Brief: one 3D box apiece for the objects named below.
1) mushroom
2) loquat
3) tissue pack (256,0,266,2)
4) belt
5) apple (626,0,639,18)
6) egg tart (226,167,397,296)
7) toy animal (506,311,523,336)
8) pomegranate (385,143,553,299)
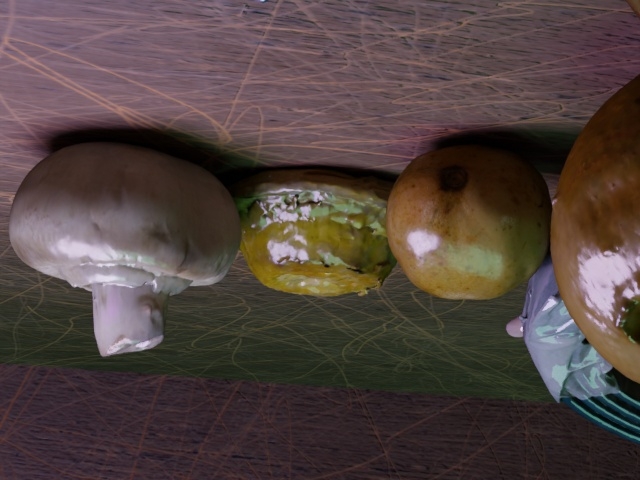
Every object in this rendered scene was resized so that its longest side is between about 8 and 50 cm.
[{"bbox_3d":[-0.219,0.016,1.659,0.260,0.234,0.254,6,169,-10],"label":"mushroom"},{"bbox_3d":[0.362,-0.013,1.299,0.328,0.328,0.328,2,166,1],"label":"loquat"},{"bbox_3d":[-0.086,-0.228,0.978,0.169,0.082,0.120,10,163,-26],"label":"tissue pack"},{"bbox_3d":[0.438,0.104,1.620,0.437,0.173,0.300,18,138,1],"label":"belt"},{"bbox_3d":[0.255,-0.195,0.888,0.181,0.181,0.168,-12,137,45],"label":"apple"},{"bbox_3d":[0.000,0.000,1.809,0.295,0.116,0.295,3,167,1],"label":"egg tart"},{"bbox_3d":[0.377,0.079,1.864,0.213,0.195,0.256,30,-175,16],"label":"toy animal"},{"bbox_3d":[0.162,-0.012,1.604,0.196,0.196,0.196,2,166,1],"label":"pomegranate"}]
